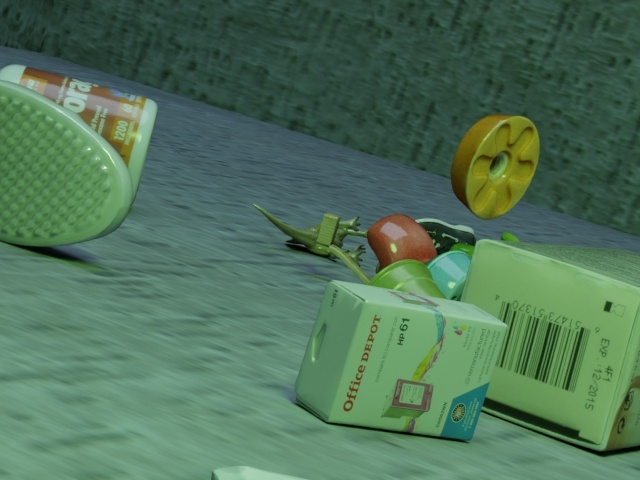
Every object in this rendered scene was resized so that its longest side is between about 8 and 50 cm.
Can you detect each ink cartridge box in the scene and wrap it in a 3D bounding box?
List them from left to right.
[{"bbox_3d":[0.054,0.082,1.313,0.122,0.088,0.052,11,11,-31],"label":"ink cartridge box"}]

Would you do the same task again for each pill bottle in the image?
[{"bbox_3d":[-0.288,-0.116,2.040,0.216,0.121,0.121,14,7,-5],"label":"pill bottle"}]

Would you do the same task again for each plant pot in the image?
[{"bbox_3d":[0.083,0.071,1.573,0.083,0.083,0.079,9,22,-45],"label":"plant pot"}]

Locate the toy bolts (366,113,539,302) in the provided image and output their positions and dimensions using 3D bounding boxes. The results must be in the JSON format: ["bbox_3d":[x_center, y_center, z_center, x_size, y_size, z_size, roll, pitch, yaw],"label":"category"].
[{"bbox_3d":[0.163,0.017,1.733,0.228,0.218,0.158,-17,34,-42],"label":"toy bolts"}]

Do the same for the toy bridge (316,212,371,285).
[{"bbox_3d":[0.086,0.029,1.928,0.188,0.063,0.026,17,7,4],"label":"toy bridge"}]

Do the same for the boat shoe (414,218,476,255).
[{"bbox_3d":[0.144,0.002,2.387,0.125,0.038,0.046,10,-35,-42],"label":"boat shoe"}]

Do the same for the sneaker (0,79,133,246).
[{"bbox_3d":[-0.300,-0.087,1.725,0.366,0.135,0.150,19,11,25],"label":"sneaker"}]

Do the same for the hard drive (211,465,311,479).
[{"bbox_3d":[0.068,0.173,0.816,0.203,0.040,0.307,14,6,-13],"label":"hard drive"}]

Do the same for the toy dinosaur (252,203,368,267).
[{"bbox_3d":[0.000,0.000,2.107,0.092,0.053,0.183,1,-8,27],"label":"toy dinosaur"}]

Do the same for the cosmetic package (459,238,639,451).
[{"bbox_3d":[0.236,0.081,1.562,0.153,0.129,0.296,18,8,31],"label":"cosmetic package"}]
